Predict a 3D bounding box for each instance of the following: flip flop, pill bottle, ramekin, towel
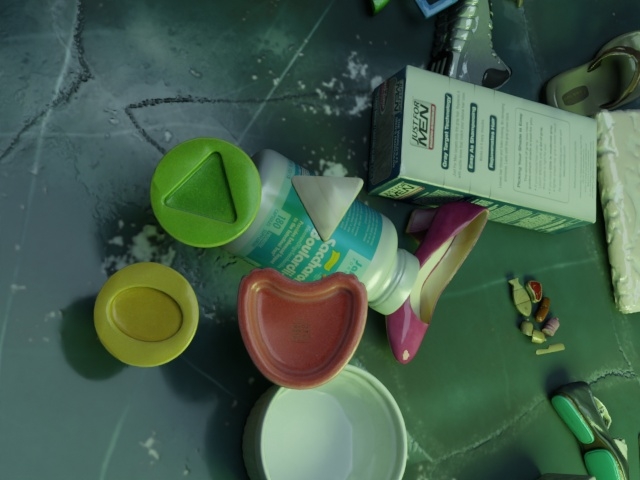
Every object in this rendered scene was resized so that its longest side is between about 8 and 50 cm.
[{"bbox_3d":[0.485,-0.276,1.636,0.277,0.080,0.112,-27,91,-28],"label":"flip flop"},{"bbox_3d":[0.000,0.000,1.302,0.264,0.146,0.146,29,68,-17],"label":"pill bottle"},{"bbox_3d":[-0.002,0.264,1.264,0.207,0.109,0.207,6,76,-24],"label":"ramekin"},{"bbox_3d":[0.596,-0.060,1.650,0.317,0.053,0.332,-6,85,-28],"label":"towel"}]

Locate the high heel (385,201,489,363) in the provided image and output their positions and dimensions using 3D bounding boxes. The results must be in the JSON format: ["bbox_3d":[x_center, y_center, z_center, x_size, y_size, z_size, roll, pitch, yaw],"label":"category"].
[{"bbox_3d":[0.168,0.058,1.383,0.082,0.117,0.244,42,56,-42],"label":"high heel"}]

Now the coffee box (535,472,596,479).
[{"bbox_3d":[0.273,0.465,1.348,0.297,0.119,0.168,-23,91,-28],"label":"coffee box"}]

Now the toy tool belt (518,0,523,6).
[{"bbox_3d":[0.334,-0.434,1.621,0.051,0.052,0.083,43,63,-47],"label":"toy tool belt"}]

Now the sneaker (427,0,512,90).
[{"bbox_3d":[0.250,-0.313,1.537,0.132,0.086,0.229,21,80,-26],"label":"sneaker"}]

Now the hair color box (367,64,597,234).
[{"bbox_3d":[0.248,-0.128,1.474,0.347,0.105,0.174,12,74,-24],"label":"hair color box"}]

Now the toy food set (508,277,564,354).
[{"bbox_3d":[0.334,0.115,1.513,0.078,0.019,0.122,-6,74,-27],"label":"toy food set"}]

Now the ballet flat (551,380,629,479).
[{"bbox_3d":[0.427,0.303,1.489,0.074,0.074,0.203,-29,90,-28],"label":"ballet flat"}]

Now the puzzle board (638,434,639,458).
[{"bbox_3d":[0.552,0.377,1.565,0.096,0.011,0.128,7,76,-24],"label":"puzzle board"}]

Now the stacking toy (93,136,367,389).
[{"bbox_3d":[-0.093,0.036,1.192,0.309,0.130,0.279,13,83,0],"label":"stacking toy"}]

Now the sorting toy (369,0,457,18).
[{"bbox_3d":[0.102,-0.503,1.484,0.196,0.047,0.348,-16,85,-4],"label":"sorting toy"}]
